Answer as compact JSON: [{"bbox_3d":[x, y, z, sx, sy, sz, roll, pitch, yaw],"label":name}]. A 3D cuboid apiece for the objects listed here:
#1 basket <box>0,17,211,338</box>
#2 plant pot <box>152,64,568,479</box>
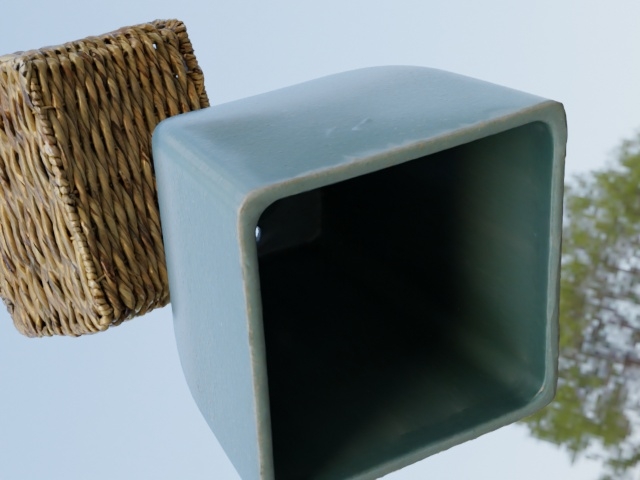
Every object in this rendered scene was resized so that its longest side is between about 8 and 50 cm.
[{"bbox_3d":[-0.245,-0.063,1.441,0.223,0.213,0.299,-24,-80,-43],"label":"basket"},{"bbox_3d":[0.000,0.000,0.974,0.248,0.252,0.247,-18,-58,-25],"label":"plant pot"}]
